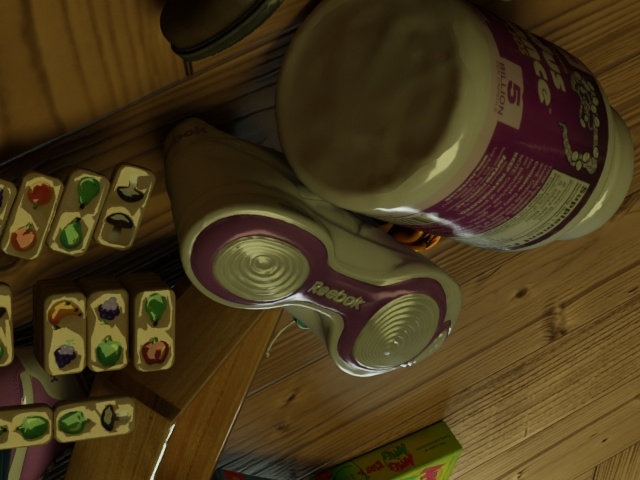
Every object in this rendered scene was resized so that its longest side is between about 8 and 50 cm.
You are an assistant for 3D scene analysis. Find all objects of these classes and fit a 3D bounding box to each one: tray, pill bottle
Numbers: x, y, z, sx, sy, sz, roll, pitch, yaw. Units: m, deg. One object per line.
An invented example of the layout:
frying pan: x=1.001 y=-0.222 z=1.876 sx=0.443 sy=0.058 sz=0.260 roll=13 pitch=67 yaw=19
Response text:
tray: x=-0.144 y=0.184 z=1.340 sx=0.203 sy=0.076 sz=0.411 roll=-51 pitch=170 yaw=-43
pill bottle: x=0.116 y=-0.082 z=1.191 sx=0.169 sy=0.169 sz=0.301 roll=-46 pitch=150 yaw=20

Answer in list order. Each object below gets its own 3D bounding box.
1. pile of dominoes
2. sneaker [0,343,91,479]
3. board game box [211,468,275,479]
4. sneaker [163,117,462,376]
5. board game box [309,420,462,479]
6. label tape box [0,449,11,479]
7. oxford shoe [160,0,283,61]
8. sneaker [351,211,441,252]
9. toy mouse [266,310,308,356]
pile of dominoes: x=-0.220 y=0.054 z=1.042 sx=0.251 sy=0.040 sz=0.196 roll=-5 pitch=108 yaw=-23
sneaker: x=-0.250 y=0.188 z=1.301 sx=0.161 sy=0.102 sz=0.282 roll=-19 pitch=148 yaw=-32
board game box: x=-0.104 y=0.378 z=1.703 sx=0.302 sy=0.086 sz=0.308 roll=-40 pitch=146 yaw=21
sneaker: x=0.000 y=0.000 z=1.190 sx=0.114 sy=0.152 sz=0.305 roll=-40 pitch=139 yaw=15
board game box: x=0.068 y=0.276 z=1.825 sx=0.181 sy=0.043 sz=0.092 roll=-19 pitch=148 yaw=-25
label tape box: x=-0.361 y=0.274 z=1.154 sx=0.240 sy=0.106 sz=0.334 roll=6 pitch=126 yaw=-12
oxford shoe: x=-0.045 y=-0.202 z=0.956 sx=0.096 sy=0.083 sz=0.227 roll=20 pitch=128 yaw=-28
sneaker: x=0.078 y=-0.026 z=1.329 sx=0.215 sy=0.083 sz=0.084 roll=-1 pitch=136 yaw=-48
toy mouse: x=-0.021 y=0.044 z=1.386 sx=0.161 sy=0.031 sz=0.143 roll=-6 pitch=140 yaw=-41
